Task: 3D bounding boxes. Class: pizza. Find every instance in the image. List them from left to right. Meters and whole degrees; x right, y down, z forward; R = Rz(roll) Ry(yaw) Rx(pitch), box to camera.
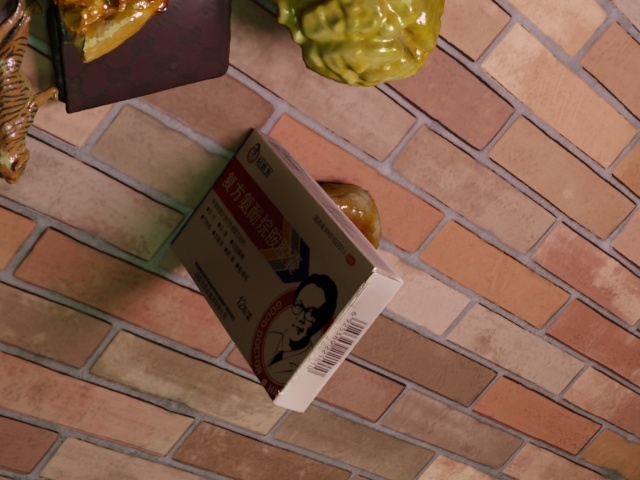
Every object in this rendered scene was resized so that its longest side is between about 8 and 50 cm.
[{"bbox_3d":[-0.235,-0.361,1.248,0.226,0.086,0.335,15,104,-37],"label":"pizza"}]

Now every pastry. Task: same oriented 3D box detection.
[{"bbox_3d":[0.000,0.000,1.695,0.192,0.093,0.182,5,118,-33],"label":"pastry"}]

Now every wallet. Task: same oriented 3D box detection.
[{"bbox_3d":[-0.215,-0.258,1.400,0.229,0.049,0.182,-15,129,-24],"label":"wallet"}]

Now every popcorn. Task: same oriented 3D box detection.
[{"bbox_3d":[0.043,-0.309,1.401,0.225,0.249,0.249,-3,134,14],"label":"popcorn"}]

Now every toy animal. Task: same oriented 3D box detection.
[{"bbox_3d":[-0.354,-0.179,1.333,0.057,0.099,0.241,14,128,12],"label":"toy animal"}]

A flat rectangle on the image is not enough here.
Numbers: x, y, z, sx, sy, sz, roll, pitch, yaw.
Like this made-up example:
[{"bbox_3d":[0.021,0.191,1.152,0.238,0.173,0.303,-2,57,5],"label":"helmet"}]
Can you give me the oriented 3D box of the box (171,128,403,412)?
[{"bbox_3d":[-0.057,0.029,1.499,0.069,0.353,0.214,24,108,-43],"label":"box"}]
